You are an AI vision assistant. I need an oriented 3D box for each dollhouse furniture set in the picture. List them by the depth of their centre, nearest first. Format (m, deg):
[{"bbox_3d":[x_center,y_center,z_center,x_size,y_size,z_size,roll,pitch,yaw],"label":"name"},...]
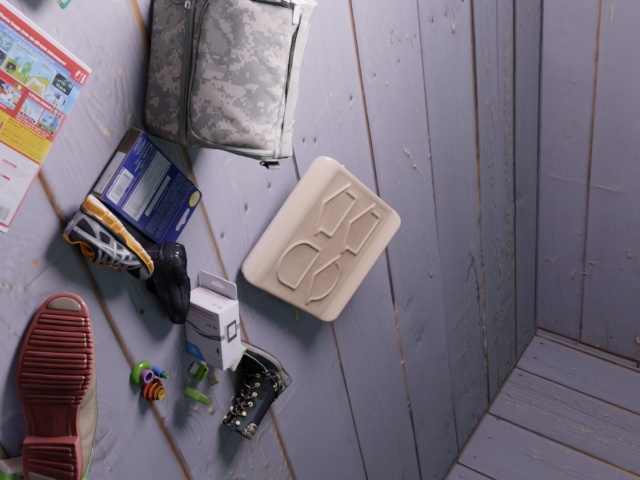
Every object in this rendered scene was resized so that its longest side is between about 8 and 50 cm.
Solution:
[{"bbox_3d":[-0.228,0.267,1.781,0.152,0.076,0.058,-62,149,-14],"label":"dollhouse furniture set"}]

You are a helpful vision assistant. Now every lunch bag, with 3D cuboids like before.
[{"bbox_3d":[-0.138,-0.295,1.432,0.212,0.256,0.305,-14,118,-55],"label":"lunch bag"}]

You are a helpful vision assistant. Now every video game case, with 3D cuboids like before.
[{"bbox_3d":[-0.461,-0.174,1.207,0.285,0.025,0.204,-65,149,-9],"label":"video game case"}]

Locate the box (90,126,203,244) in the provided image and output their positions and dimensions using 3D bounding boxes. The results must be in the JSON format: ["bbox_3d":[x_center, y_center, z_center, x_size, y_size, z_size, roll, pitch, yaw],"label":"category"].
[{"bbox_3d":[-0.302,-0.084,1.501,0.136,0.036,0.225,-62,148,-14],"label":"box"}]

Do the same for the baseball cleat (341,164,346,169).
[{"bbox_3d":[0.038,-0.075,2.022,0.109,0.072,0.206,-43,138,-38],"label":"baseball cleat"}]

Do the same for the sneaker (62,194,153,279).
[{"bbox_3d":[-0.360,0.010,1.433,0.083,0.084,0.215,-46,141,-11],"label":"sneaker"}]

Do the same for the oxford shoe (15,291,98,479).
[{"bbox_3d":[-0.437,0.253,1.431,0.130,0.123,0.348,-62,160,-84],"label":"oxford shoe"}]

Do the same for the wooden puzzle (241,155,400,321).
[{"bbox_3d":[0.000,0.000,1.938,0.322,0.080,0.348,-56,139,0],"label":"wooden puzzle"}]

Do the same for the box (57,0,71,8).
[{"bbox_3d":[-0.386,-0.420,1.174,0.105,0.043,0.179,-59,145,-20],"label":"box"}]

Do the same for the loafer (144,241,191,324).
[{"bbox_3d":[-0.288,0.081,1.591,0.223,0.078,0.076,93,-1,-51],"label":"loafer"}]

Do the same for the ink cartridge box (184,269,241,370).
[{"bbox_3d":[-0.221,0.161,1.706,0.060,0.104,0.180,-34,133,-44],"label":"ink cartridge box"}]

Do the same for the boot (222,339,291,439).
[{"bbox_3d":[-0.162,0.343,1.923,0.179,0.085,0.236,-57,148,-18],"label":"boot"}]

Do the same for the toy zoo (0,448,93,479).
[{"bbox_3d":[-0.517,0.515,1.499,0.192,0.030,0.293,6,101,-59],"label":"toy zoo"}]

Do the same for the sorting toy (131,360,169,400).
[{"bbox_3d":[-0.328,0.278,1.658,0.061,0.042,0.102,-52,144,-29],"label":"sorting toy"}]
